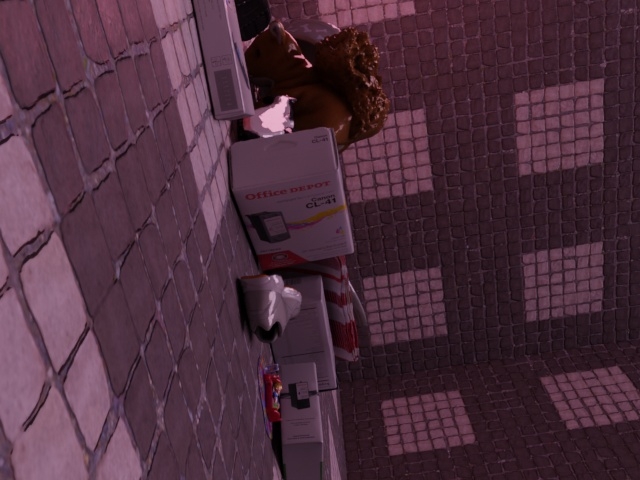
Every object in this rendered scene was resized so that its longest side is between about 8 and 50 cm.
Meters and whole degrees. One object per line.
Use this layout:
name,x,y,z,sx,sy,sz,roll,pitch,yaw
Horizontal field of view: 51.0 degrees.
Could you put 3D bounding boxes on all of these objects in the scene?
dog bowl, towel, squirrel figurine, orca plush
dog bowl,-0.038,-0.471,1.996,0.102,0.349,0.348,-43,130,-48
towel,-0.025,0.148,1.693,0.037,0.237,0.329,-36,124,-46
squirrel figurine,-0.020,-0.418,1.808,0.370,0.397,0.281,68,12,5
orca plush,-0.135,-0.261,1.573,0.287,0.151,0.102,-96,-151,-55

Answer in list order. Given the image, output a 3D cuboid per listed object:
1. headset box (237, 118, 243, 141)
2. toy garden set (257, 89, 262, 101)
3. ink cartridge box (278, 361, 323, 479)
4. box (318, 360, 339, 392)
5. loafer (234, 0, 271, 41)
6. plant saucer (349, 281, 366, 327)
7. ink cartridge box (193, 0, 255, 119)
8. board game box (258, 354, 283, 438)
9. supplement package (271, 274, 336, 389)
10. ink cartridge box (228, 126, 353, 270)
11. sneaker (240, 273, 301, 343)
headset box,-0.174,-0.250,1.601,0.062,0.032,0.083,73,10,-71
toy garden set,-0.162,-0.386,2.200,0.244,0.049,0.203,74,7,-70
ink cartridge box,-0.043,0.392,1.458,0.208,0.087,0.153,-96,-176,-50
box,-0.007,0.384,2.266,0.153,0.108,0.207,79,4,-46
loafer,-0.199,-0.593,1.531,0.130,0.134,0.366,52,-13,9
plant saucer,-0.023,0.087,1.830,0.400,0.101,0.400,56,-8,12
ink cartridge box,-0.191,-0.395,1.364,0.261,0.066,0.296,-81,161,-81
board game box,-0.094,0.315,1.362,0.133,0.033,0.168,1,80,-88
supplement package,-0.045,0.225,1.601,0.134,0.139,0.244,-91,173,-66
ink cartridge box,-0.057,-0.081,1.457,0.306,0.226,0.131,75,5,-56
sneaker,-0.100,0.148,1.333,0.262,0.099,0.121,50,37,-70
